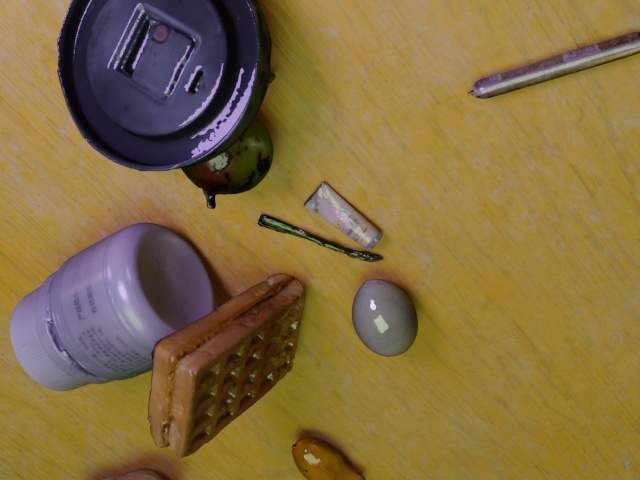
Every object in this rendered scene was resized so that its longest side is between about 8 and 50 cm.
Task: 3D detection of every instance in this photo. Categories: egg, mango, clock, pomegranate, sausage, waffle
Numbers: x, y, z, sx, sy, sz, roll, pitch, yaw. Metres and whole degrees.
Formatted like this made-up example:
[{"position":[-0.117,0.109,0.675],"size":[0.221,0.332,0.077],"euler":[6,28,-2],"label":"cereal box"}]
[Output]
[{"position":[0.113,0.137,1.269],"size":[0.114,0.114,0.152],"euler":[-18,112,20],"label":"egg"},{"position":[0.011,0.486,1.533],"size":[0.190,0.075,0.098],"euler":[39,126,-22],"label":"mango"},{"position":[-0.226,-0.260,1.024],"size":[0.324,0.067,0.325],"euler":[1,93,17],"label":"clock"},{"position":[-0.142,-0.169,1.106],"size":[0.156,0.156,0.220],"euler":[19,119,-2],"label":"pomegranate"},{"position":[0.344,-0.252,1.032],"size":[0.269,0.033,0.033],"euler":[-14,118,18],"label":"sausage"},{"position":[-0.151,0.205,1.235],"size":[0.098,0.327,0.224],"euler":[30,125,24],"label":"waffle"}]

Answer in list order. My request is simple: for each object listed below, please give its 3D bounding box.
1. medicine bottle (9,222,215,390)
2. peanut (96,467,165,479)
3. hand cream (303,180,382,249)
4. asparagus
[{"position":[-0.371,0.128,1.271],"size":[0.306,0.245,0.245],"euler":[-24,115,23],"label":"medicine bottle"},{"position":[-0.458,0.615,1.646],"size":[0.340,0.158,0.174],"euler":[-28,152,20],"label":"peanut"},{"position":[0.043,-0.038,1.220],"size":[0.143,0.039,0.061],"euler":[36,123,-7],"label":"hand cream"},{"position":[0.000,0.000,1.260],"size":[0.232,0.023,0.022],"euler":[19,168,-2],"label":"asparagus"}]
